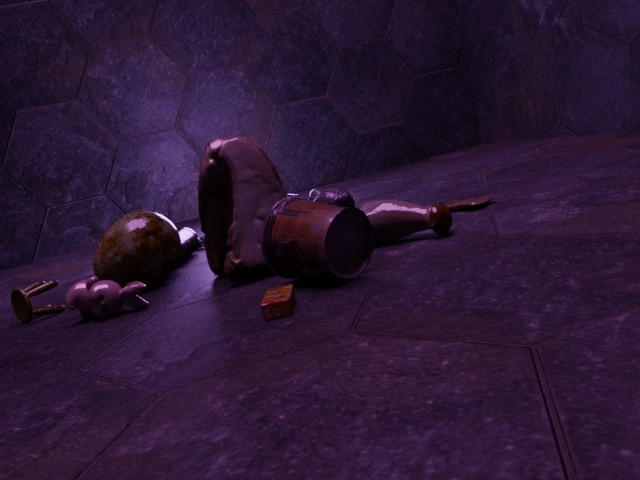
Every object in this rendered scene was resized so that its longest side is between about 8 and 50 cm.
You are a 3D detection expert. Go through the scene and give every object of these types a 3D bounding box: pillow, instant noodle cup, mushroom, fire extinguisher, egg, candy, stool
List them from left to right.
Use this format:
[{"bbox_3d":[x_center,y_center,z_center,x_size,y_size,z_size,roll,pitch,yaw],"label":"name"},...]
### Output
[{"bbox_3d":[-0.860,0.182,1.808,0.135,0.134,0.110,43,34,21],"label":"stool"},{"bbox_3d":[-0.583,0.038,1.898,0.289,0.238,0.238,-45,24,-25],"label":"egg"},{"bbox_3d":[-0.529,0.033,2.188,0.135,0.114,0.337,1,11,2],"label":"fire extinguisher"},{"bbox_3d":[-0.234,-0.097,1.724,0.224,0.397,0.313,-15,7,-21],"label":"mushroom"},{"bbox_3d":[-0.089,0.131,1.282,0.062,0.038,0.122,-13,10,3],"label":"candy"},{"bbox_3d":[0.000,0.000,1.449,0.217,0.217,0.207,-22,19,-41],"label":"instant noodle cup"},{"bbox_3d":[0.197,-0.051,1.695,0.350,0.128,0.128,-4,13,23],"label":"mushroom"},{"bbox_3d":[0.463,-0.123,1.978,0.135,0.034,0.211,-24,13,-41],"label":"pillow"}]

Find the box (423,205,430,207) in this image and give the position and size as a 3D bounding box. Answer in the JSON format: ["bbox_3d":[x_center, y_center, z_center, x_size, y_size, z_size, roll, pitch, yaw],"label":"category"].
[{"bbox_3d":[0.234,-0.067,1.961,0.245,0.035,0.139,-19,12,-32],"label":"box"}]

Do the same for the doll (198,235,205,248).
[{"bbox_3d":[-0.494,0.010,2.455,0.083,0.050,0.076,-14,6,7],"label":"doll"}]

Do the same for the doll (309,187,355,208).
[{"bbox_3d":[-0.034,-0.108,2.188,0.340,0.158,0.246,-16,-2,-2],"label":"doll"}]

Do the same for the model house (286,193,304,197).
[{"bbox_3d":[-0.131,-0.055,1.951,0.271,0.178,0.206,-12,16,25],"label":"model house"}]

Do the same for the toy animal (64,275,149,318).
[{"bbox_3d":[-0.576,0.154,1.603,0.212,0.124,0.124,-2,14,22],"label":"toy animal"}]
